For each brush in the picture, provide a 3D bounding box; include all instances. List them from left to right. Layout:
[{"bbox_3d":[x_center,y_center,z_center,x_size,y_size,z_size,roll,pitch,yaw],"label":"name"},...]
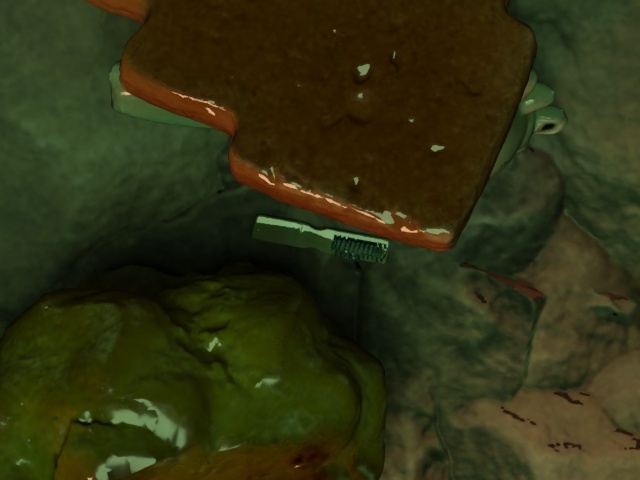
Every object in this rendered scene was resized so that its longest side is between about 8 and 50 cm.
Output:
[{"bbox_3d":[0.000,0.000,0.936,0.084,0.013,0.016,12,113,-1],"label":"brush"}]

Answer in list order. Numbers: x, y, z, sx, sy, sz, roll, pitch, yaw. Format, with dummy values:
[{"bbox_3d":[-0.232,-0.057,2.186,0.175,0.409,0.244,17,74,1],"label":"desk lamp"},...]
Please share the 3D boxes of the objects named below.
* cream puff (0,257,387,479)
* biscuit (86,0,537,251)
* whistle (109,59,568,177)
[{"bbox_3d":[-0.101,0.109,0.907,0.282,0.185,0.282,-18,147,-12],"label":"cream puff"},{"bbox_3d":[0.001,-0.131,0.794,0.284,0.043,0.306,-21,76,-5],"label":"biscuit"},{"bbox_3d":[0.012,-0.076,0.859,0.253,0.105,0.101,2,128,-5],"label":"whistle"}]
